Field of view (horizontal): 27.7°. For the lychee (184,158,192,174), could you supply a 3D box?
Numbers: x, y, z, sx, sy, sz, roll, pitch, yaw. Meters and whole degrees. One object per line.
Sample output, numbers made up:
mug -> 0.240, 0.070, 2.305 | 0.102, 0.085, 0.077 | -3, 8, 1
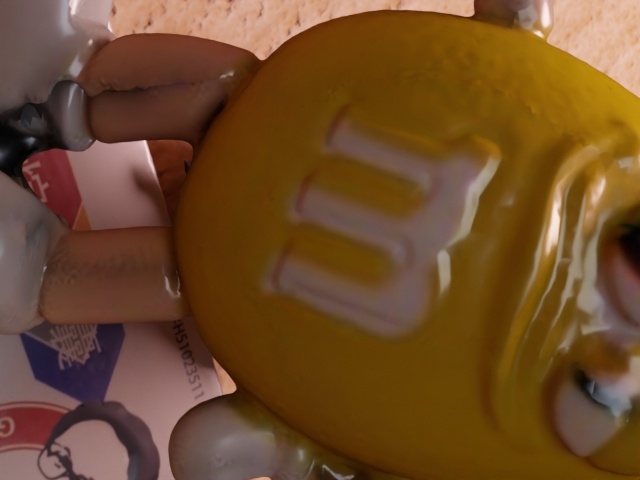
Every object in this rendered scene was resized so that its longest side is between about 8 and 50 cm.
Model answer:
lychee -> 0.000, 0.000, 0.744 | 0.197, 0.165, 0.165 | 22, 80, -49

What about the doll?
doll -> 0.012, -0.029, 0.593 | 0.423, 0.161, 0.348 | -14, 93, 4

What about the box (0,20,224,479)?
box -> -0.182, 0.010, 0.668 | 0.214, 0.069, 0.353 | -27, 111, -34
